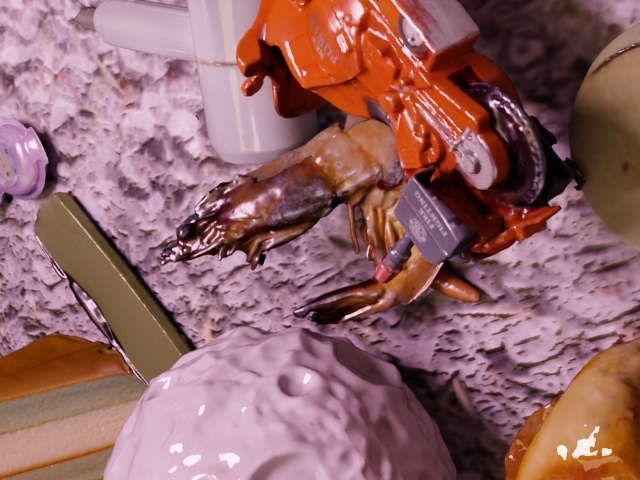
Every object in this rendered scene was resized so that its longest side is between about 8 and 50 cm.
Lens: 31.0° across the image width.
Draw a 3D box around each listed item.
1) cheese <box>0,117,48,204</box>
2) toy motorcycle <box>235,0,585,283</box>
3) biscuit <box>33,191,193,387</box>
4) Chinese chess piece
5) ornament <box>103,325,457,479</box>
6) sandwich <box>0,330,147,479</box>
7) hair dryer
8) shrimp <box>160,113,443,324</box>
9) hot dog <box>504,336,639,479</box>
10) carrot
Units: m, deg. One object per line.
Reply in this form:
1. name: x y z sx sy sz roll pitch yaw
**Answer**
1. cheese: -0.391 -0.091 1.438 0.191 0.042 0.105 -23 93 49
2. toy motorcycle: 0.051 -0.116 0.884 0.326 0.147 0.221 55 155 15
3. biscuit: -0.238 0.079 1.390 0.322 0.038 0.099 50 132 12
4. Chinese chess piece: 0.270 -0.072 0.819 0.188 0.083 0.188 22 128 31
5. ornament: -0.046 0.242 1.090 0.337 0.337 0.337 21 124 34
6. sandwich: -0.335 0.234 1.444 0.227 0.198 0.155 6 115 41
7. hair dryer: -0.144 -0.195 1.138 0.357 0.107 0.173 21 124 45
8. shrimp: 0.001 -0.002 1.042 0.289 0.075 0.178 -27 100 7
9. hot dog: 0.287 0.287 0.914 0.405 0.185 0.223 56 135 6
10. carrot: 0.089 0.018 1.065 0.142 0.035 0.035 35 131 17
